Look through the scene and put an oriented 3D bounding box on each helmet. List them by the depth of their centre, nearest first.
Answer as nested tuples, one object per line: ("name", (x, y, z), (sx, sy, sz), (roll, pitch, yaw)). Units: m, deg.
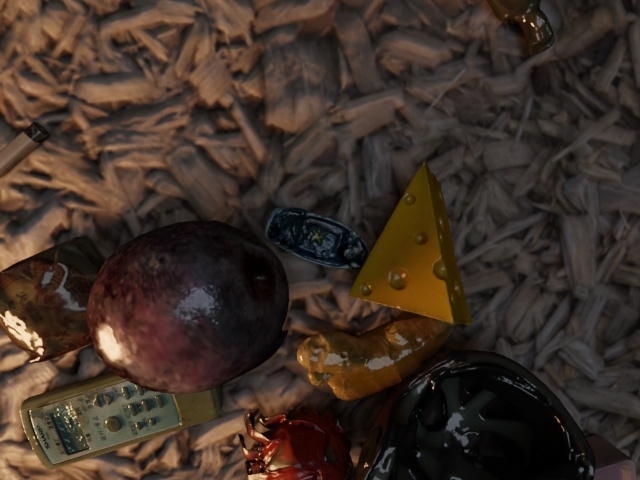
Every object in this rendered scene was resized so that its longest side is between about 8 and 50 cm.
("helmet", (0.144, 0.278, 0.463), (0.225, 0.177, 0.305), (42, 64, 8))

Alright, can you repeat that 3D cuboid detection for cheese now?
("cheese", (0.121, 0.000, 0.476), (0.126, 0.093, 0.170), (10, 84, 32))

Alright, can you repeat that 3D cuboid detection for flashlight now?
("flashlight", (-0.350, -0.101, 0.459), (0.083, 0.018, 0.018), (-41, 99, 1))

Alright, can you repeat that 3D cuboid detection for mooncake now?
("mooncake", (-0.306, 0.075, 0.465), (0.130, 0.073, 0.125), (-26, 102, 0))

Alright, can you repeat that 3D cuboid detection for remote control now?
("remote control", (-0.246, 0.211, 0.509), (0.234, 0.038, 0.097), (-16, 99, -3))

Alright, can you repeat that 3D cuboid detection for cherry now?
("cherry", (-0.127, 0.063, 0.417), (0.195, 0.195, 0.194), (-1, 99, -6))

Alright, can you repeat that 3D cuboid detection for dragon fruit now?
("dragon fruit", (-0.030, 0.277, 0.509), (0.142, 0.130, 0.121), (-29, 134, -3))

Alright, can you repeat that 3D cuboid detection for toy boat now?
("toy boat", (0.000, 0.000, 0.492), (0.137, 0.061, 0.060), (22, 95, -10))

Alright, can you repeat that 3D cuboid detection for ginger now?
("ginger", (0.076, 0.153, 0.516), (0.206, 0.081, 0.115), (-12, 95, -8))

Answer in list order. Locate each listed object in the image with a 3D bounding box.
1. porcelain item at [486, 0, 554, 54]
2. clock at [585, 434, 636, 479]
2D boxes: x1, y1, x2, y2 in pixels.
("porcelain item", (0.222, -0.322, 0.469), (0.081, 0.069, 0.215), (-31, 108, -4))
("clock", (0.351, 0.384, 0.587), (0.198, 0.063, 0.149), (-13, 100, -5))
